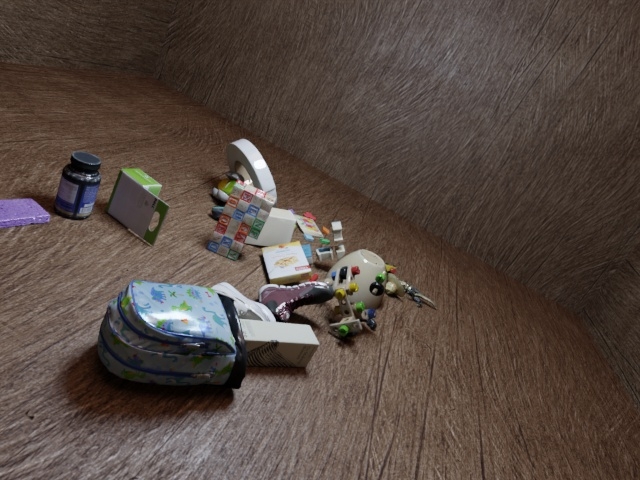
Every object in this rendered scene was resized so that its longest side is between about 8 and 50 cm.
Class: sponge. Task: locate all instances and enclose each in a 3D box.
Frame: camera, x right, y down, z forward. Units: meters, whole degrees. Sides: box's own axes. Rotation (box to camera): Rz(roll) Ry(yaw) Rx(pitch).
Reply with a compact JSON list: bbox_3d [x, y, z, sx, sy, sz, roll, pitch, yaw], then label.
[{"bbox_3d":[-0.991,-0.087,1.447,0.117,0.031,0.210,35,23,18],"label":"sponge"}]

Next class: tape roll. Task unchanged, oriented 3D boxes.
[{"bbox_3d":[-0.349,-0.316,2.297,0.072,0.391,0.392,-28,50,-22],"label":"tape roll"}]

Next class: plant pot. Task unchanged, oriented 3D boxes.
[{"bbox_3d":[0.191,0.153,2.100,0.284,0.190,0.284,24,21,-10],"label":"plant pot"}]

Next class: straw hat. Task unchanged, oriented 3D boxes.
[{"bbox_3d":[0.347,0.235,2.267,0.061,0.144,0.144,-28,48,-19],"label":"straw hat"}]

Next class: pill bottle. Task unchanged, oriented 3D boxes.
[{"bbox_3d":[-0.845,-0.193,1.603,0.123,0.219,0.122,24,22,-10],"label":"pill bottle"}]

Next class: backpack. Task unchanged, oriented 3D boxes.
[{"bbox_3d":[-0.383,0.240,1.192,0.356,0.273,0.290,1,39,-27],"label":"backpack"}]

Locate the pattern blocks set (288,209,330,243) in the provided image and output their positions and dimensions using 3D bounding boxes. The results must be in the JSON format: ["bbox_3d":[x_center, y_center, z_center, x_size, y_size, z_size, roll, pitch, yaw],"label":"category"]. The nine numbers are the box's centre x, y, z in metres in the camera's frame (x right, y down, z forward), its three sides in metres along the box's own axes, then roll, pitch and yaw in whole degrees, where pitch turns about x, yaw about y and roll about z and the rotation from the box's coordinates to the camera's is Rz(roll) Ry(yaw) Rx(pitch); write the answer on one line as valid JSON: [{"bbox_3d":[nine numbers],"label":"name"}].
[{"bbox_3d":[-0.071,-0.083,2.543,0.286,0.026,0.325,6,30,-43],"label":"pattern blocks set"}]

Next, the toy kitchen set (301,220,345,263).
[{"bbox_3d":[0.000,0.000,2.136,0.207,0.165,0.122,-9,27,-2],"label":"toy kitchen set"}]

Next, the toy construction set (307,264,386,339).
[{"bbox_3d":[0.068,0.241,1.767,0.309,0.257,0.237,13,29,19],"label":"toy construction set"}]

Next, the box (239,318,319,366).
[{"bbox_3d":[-0.151,0.322,1.422,0.275,0.113,0.094,11,27,-33],"label":"box"}]

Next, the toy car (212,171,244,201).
[{"bbox_3d":[-0.443,-0.252,2.304,0.136,0.159,0.182,45,-12,-32],"label":"toy car"}]

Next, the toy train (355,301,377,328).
[{"bbox_3d":[0.183,0.313,1.936,0.027,0.036,0.158,3,32,-47],"label":"toy train"}]

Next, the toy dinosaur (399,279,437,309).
[{"bbox_3d":[0.490,0.280,2.353,0.268,0.064,0.118,36,16,11],"label":"toy dinosaur"}]

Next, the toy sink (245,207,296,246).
[{"bbox_3d":[-0.252,-0.068,2.095,0.234,0.152,0.131,8,23,-22],"label":"toy sink"}]

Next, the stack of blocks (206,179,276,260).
[{"bbox_3d":[-0.319,-0.071,1.847,0.171,0.297,0.087,25,20,-9],"label":"stack of blocks"}]

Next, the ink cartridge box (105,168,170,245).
[{"bbox_3d":[-0.659,-0.125,1.718,0.255,0.188,0.097,35,21,13],"label":"ink cartridge box"}]

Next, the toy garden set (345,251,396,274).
[{"bbox_3d":[0.266,0.113,2.342,0.245,0.049,0.204,24,-8,-9],"label":"toy garden set"}]

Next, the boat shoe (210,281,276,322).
[{"bbox_3d":[-0.270,0.229,1.513,0.268,0.096,0.088,35,26,20],"label":"boat shoe"}]

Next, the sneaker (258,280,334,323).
[{"bbox_3d":[-0.089,0.238,1.643,0.282,0.106,0.162,-4,37,3],"label":"sneaker"}]

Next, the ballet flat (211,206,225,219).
[{"bbox_3d":[-0.399,-0.128,2.104,0.203,0.074,0.074,-6,22,5],"label":"ballet flat"}]

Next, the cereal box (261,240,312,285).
[{"bbox_3d":[-0.146,0.094,1.924,0.173,0.047,0.240,-11,32,-11],"label":"cereal box"}]
